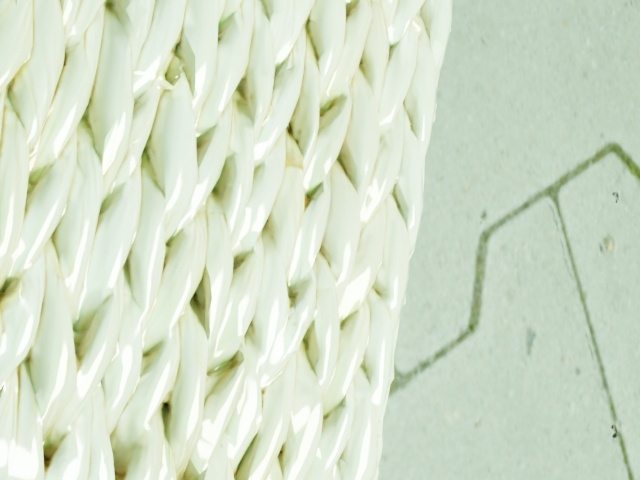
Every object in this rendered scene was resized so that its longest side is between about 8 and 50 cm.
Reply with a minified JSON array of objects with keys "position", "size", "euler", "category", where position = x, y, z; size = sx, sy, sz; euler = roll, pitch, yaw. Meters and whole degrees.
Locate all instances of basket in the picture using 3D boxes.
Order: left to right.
[{"position":[-0.149,-0.057,0.578],"size":[0.266,0.328,0.331],"euler":[29,64,-44],"category":"basket"}]
